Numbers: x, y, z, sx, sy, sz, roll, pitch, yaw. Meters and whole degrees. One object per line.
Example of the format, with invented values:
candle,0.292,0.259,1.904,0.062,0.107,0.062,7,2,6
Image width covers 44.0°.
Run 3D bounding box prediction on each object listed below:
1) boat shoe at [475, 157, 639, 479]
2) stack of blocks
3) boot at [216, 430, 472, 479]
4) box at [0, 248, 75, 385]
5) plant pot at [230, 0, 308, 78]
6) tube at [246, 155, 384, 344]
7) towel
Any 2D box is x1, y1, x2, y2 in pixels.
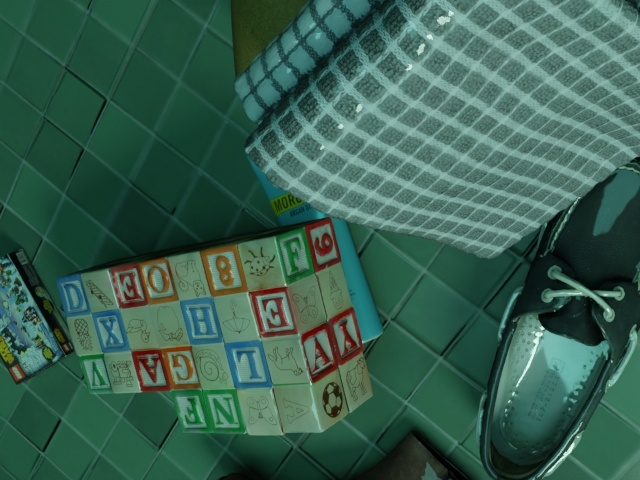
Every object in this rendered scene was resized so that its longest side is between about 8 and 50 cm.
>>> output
boat shoe,0.211,0.070,0.655,0.114,0.091,0.303,18,108,20
stack of blocks,-0.111,0.090,0.766,0.297,0.087,0.171,-9,97,36
boot,0.031,0.267,0.799,0.248,0.090,0.207,39,100,14
box,-0.354,0.091,0.932,0.094,0.027,0.137,-30,90,26
plant pot,0.023,-0.217,0.611,0.237,0.237,0.254,33,125,13
tube,0.000,0.000,0.756,0.080,0.052,0.207,-22,89,20
towel,0.120,-0.098,0.540,0.235,0.283,0.121,-42,49,32
